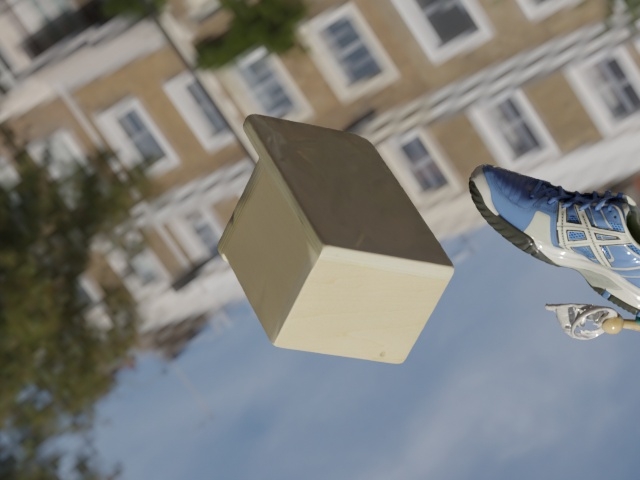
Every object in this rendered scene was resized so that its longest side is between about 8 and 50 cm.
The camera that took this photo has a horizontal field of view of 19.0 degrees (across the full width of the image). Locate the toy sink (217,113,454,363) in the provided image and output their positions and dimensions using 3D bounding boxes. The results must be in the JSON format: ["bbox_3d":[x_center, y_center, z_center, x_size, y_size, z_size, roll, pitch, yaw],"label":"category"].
[{"bbox_3d":[0.000,0.000,1.881,0.131,0.153,0.234,-62,-144,26],"label":"toy sink"}]

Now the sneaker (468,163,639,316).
[{"bbox_3d":[0.230,-0.018,1.679,0.081,0.211,0.080,-62,180,32],"label":"sneaker"}]

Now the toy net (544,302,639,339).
[{"bbox_3d":[0.379,0.106,2.269,0.232,0.045,0.122,6,170,14],"label":"toy net"}]
